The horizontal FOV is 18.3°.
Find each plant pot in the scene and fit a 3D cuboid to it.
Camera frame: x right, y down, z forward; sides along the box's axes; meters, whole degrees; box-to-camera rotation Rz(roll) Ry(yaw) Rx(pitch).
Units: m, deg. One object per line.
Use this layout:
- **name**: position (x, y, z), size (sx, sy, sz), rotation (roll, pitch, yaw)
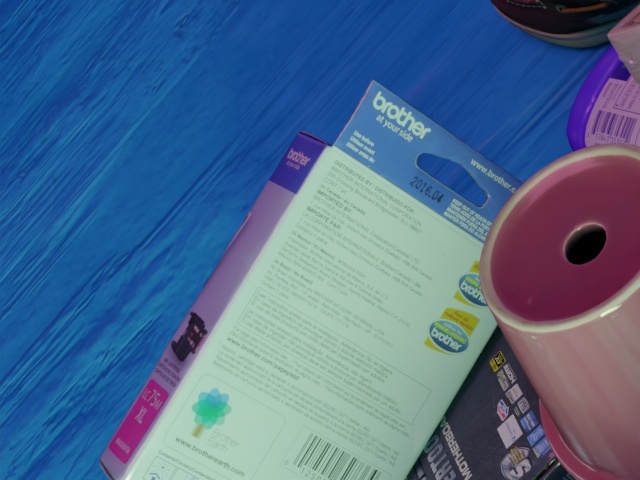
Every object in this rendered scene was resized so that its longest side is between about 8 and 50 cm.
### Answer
- **plant pot**: position (0.194, 0.045, 1.164), size (0.201, 0.180, 0.201), rotation (-25, 42, 25)

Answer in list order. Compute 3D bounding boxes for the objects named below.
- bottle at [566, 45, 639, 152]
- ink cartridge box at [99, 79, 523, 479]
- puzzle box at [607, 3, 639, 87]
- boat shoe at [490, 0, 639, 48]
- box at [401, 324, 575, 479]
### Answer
- **bottle**: position (0.275, -0.066, 1.268), size (0.118, 0.092, 0.283), rotation (-58, 29, -6)
- **ink cartridge box**: position (0.010, 0.063, 1.334), size (0.311, 0.186, 0.065), rotation (-58, 27, 1)
- **puzzle box**: position (0.369, -0.204, 1.128), size (0.272, 0.052, 0.409), rotation (-42, 14, -22)
- **boat shoe**: position (0.213, -0.219, 1.471), size (0.342, 0.123, 0.123), rotation (19, 79, 60)
- **box**: position (0.093, 0.148, 1.382), size (0.183, 0.059, 0.233), rotation (-49, 31, 18)
